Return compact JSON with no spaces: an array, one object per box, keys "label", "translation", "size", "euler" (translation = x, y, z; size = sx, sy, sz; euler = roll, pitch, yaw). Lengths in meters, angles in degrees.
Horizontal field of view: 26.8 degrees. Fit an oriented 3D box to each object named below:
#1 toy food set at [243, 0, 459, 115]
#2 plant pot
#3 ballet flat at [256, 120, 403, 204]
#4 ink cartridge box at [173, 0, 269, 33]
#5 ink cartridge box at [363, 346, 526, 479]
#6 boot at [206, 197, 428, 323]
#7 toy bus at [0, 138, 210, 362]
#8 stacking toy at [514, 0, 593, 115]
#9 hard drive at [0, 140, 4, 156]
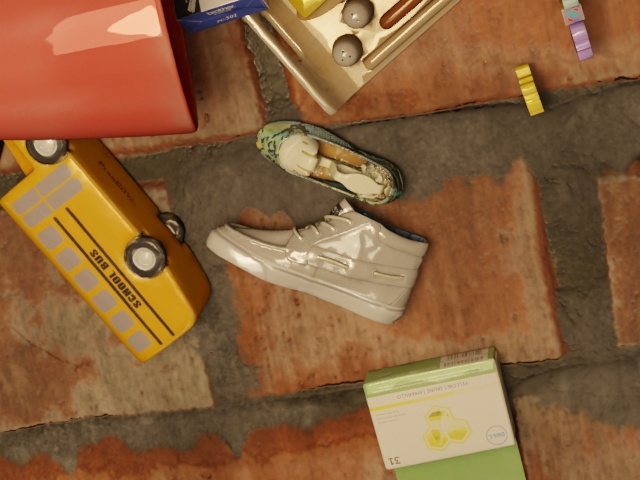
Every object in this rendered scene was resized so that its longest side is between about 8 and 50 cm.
[{"label":"toy food set","translation":[0.053,-0.318,1.507],"size":[0.306,0.092,0.220],"euler":[-40,99,17]},{"label":"plant pot","translation":[-0.278,-0.227,1.464],"size":[0.243,0.275,0.275],"euler":[-11,107,-1]},{"label":"ballet flat","translation":[0.010,-0.092,1.603],"size":[0.188,0.070,0.070],"euler":[18,110,2]},{"label":"ink cartridge box","translation":[-0.126,-0.344,1.495],"size":[0.097,0.046,0.207],"euler":[-16,73,12]},{"label":"ink cartridge box","translation":[0.165,0.263,1.707],"size":[0.171,0.056,0.235],"euler":[-13,104,11]},{"label":"boot","translation":[0.000,0.000,1.630],"size":[0.258,0.095,0.123],"euler":[20,104,-8]},{"label":"toy bus","translation":[-0.272,-0.021,1.641],"size":[0.130,0.108,0.333],"euler":[-37,101,18]},{"label":"stacking toy","translation":[0.277,-0.252,1.482],"size":[0.167,0.052,0.221],"euler":[-19,129,13]},{"label":"hard drive","translation":[-0.489,-0.198,1.634],"size":[0.236,0.064,0.339],"euler":[19,110,1]}]
